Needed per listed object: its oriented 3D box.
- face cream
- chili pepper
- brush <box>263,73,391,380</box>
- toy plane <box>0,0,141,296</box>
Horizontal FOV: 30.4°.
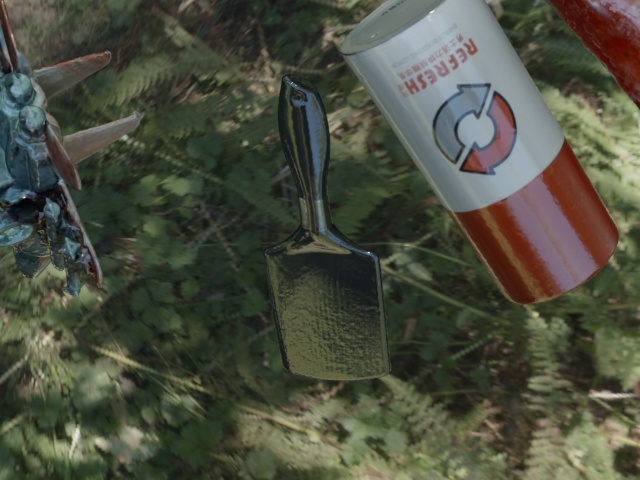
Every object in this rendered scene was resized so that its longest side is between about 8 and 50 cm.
[{"bbox_3d":[0.110,-0.066,0.787,0.096,0.096,0.214,-39,110,-10],"label":"face cream"},{"bbox_3d":[0.223,-0.171,0.841,0.252,0.136,0.144,41,83,4],"label":"chili pepper"},{"bbox_3d":[0.000,0.000,0.603,0.062,0.016,0.193,1,129,10],"label":"brush"},{"bbox_3d":[-0.219,-0.032,0.871,0.104,0.326,0.223,-17,71,-29],"label":"toy plane"}]
